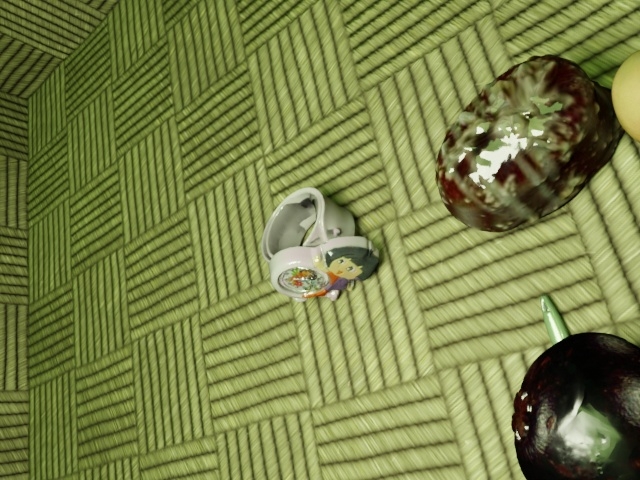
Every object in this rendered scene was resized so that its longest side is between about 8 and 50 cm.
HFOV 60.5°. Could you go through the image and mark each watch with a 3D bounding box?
[{"bbox_3d":[0.000,0.000,1.225,0.244,0.196,0.231,-33,40,29],"label":"watch"}]

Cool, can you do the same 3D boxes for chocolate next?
[{"bbox_3d":[0.335,-0.169,0.942,0.340,0.210,0.225,-43,59,24],"label":"chocolate"}]

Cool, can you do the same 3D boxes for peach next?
[{"bbox_3d":[0.538,-0.219,0.815,0.184,0.184,0.184,-10,74,37],"label":"peach"}]

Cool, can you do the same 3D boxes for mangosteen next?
[{"bbox_3d":[0.411,0.271,0.759,0.287,0.287,0.233,46,108,36],"label":"mangosteen"}]

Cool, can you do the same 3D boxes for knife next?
[{"bbox_3d":[0.418,0.230,0.910,0.043,0.020,0.293,-25,67,24],"label":"knife"}]
